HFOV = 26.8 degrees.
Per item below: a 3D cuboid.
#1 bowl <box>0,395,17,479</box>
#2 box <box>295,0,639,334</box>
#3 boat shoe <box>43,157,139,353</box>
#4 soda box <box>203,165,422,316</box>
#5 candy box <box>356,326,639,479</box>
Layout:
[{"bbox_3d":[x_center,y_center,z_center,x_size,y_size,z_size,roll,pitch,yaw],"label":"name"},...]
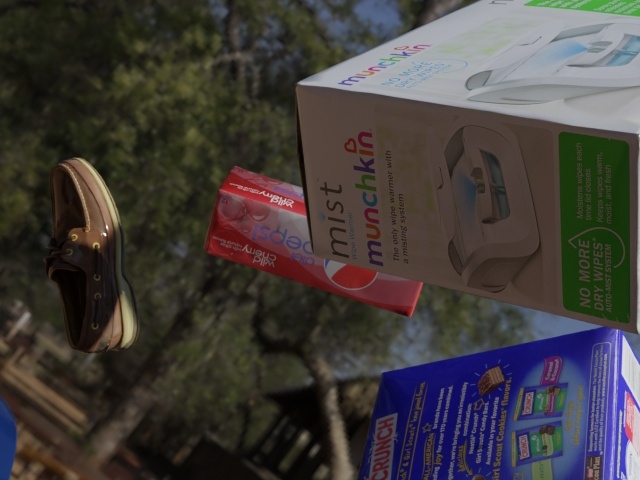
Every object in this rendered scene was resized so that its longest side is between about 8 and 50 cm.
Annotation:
[{"bbox_3d":[-0.402,0.265,1.082,0.077,0.391,0.391,41,-10,-25],"label":"bowl"},{"bbox_3d":[0.156,-0.066,0.850,0.231,0.262,0.126,14,-59,37],"label":"box"},{"bbox_3d":[-0.210,0.014,1.182,0.064,0.060,0.177,-18,-96,47],"label":"boat shoe"},{"bbox_3d":[0.000,0.000,1.606,0.263,0.092,0.083,17,25,2],"label":"soda box"},{"bbox_3d":[0.209,0.256,1.557,0.317,0.268,0.122,-13,-51,27],"label":"candy box"}]
